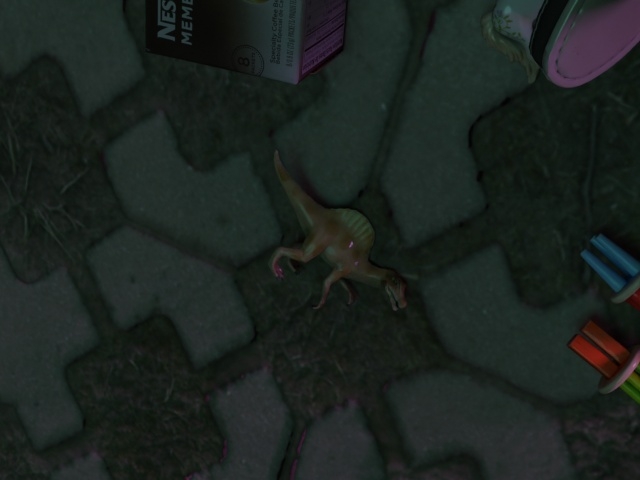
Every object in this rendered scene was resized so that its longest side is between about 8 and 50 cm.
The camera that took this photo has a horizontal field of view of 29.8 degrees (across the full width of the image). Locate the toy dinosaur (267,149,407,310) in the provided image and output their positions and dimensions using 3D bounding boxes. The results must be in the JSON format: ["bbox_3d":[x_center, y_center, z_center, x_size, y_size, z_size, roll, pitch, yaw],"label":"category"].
[{"bbox_3d":[0.000,0.000,1.080,0.093,0.053,0.183,-40,102,20],"label":"toy dinosaur"}]

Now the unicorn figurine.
[{"bbox_3d":[0.173,-0.189,0.881,0.111,0.060,0.162,40,123,-3],"label":"unicorn figurine"}]

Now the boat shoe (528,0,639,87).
[{"bbox_3d":[0.209,-0.210,0.808,0.227,0.081,0.069,-56,47,10],"label":"boat shoe"}]

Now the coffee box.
[{"bbox_3d":[-0.053,-0.261,0.928,0.141,0.098,0.246,16,121,18],"label":"coffee box"}]

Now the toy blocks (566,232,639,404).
[{"bbox_3d":[0.253,0.071,0.981,0.148,0.054,0.123,41,125,1],"label":"toy blocks"}]
